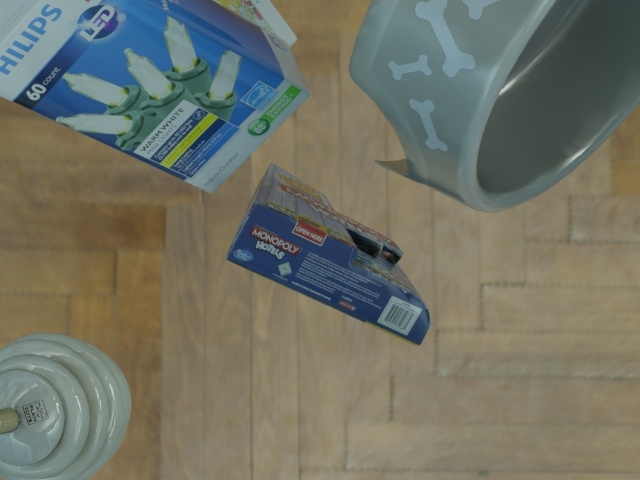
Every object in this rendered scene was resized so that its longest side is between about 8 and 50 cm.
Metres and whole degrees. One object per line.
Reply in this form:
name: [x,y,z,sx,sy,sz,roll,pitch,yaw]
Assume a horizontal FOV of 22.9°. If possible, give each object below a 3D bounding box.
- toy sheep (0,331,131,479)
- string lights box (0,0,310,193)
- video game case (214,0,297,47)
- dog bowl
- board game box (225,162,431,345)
toy sheep: [-0.146,0.090,0.826,0.091,0.132,0.091,1,96,13]
string lights box: [-0.149,-0.146,1.276,0.133,0.259,0.077,-44,47,22]
video game case: [-0.143,-0.247,1.564,0.206,0.026,0.227,54,38,-1]
dog bowl: [0.173,-0.169,1.150,0.349,0.349,0.102,-44,67,-10]
board game box: [0.000,0.000,1.426,0.194,0.194,0.060,25,103,-18]
